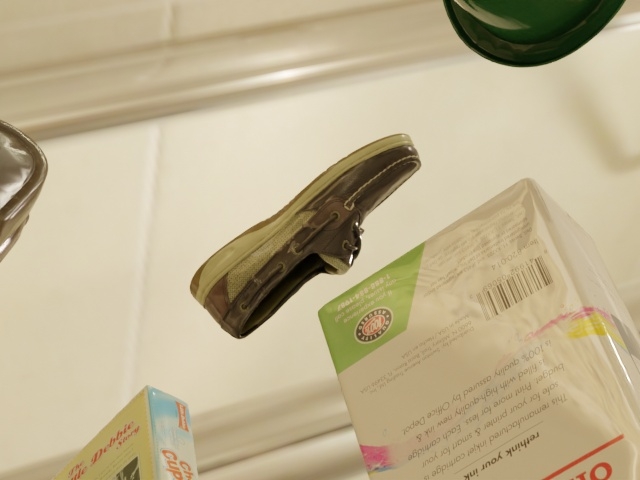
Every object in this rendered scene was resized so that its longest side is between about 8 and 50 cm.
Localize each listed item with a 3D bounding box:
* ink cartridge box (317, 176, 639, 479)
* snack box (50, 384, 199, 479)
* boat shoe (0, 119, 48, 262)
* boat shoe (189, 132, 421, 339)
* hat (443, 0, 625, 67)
[{"bbox_3d":[0.148,0.152,1.137,0.207,0.119,0.353,-33,-134,17],"label":"ink cartridge box"},{"bbox_3d":[-0.244,0.314,1.605,0.322,0.060,0.187,-45,-146,23],"label":"snack box"},{"bbox_3d":[-0.257,0.034,0.911,0.110,0.307,0.104,35,-57,7],"label":"boat shoe"},{"bbox_3d":[-0.001,0.000,1.315,0.073,0.223,0.080,53,-5,20],"label":"boat shoe"},{"bbox_3d":[0.106,-0.220,1.134,0.208,0.183,0.173,-53,-125,18],"label":"hat"}]
